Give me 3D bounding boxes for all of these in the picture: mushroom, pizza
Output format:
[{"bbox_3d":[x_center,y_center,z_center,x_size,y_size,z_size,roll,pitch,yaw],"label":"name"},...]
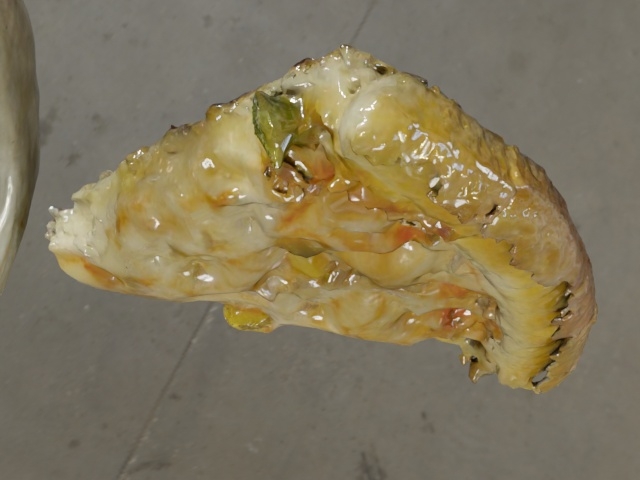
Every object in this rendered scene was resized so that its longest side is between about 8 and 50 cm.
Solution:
[{"bbox_3d":[-0.222,-0.083,0.725,0.095,0.351,0.123,16,37,11],"label":"mushroom"},{"bbox_3d":[0.031,-0.001,0.848,0.435,0.392,0.080,11,67,-10],"label":"pizza"}]
